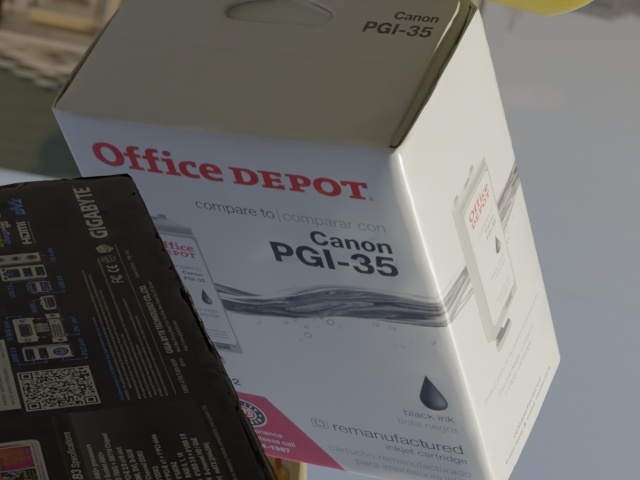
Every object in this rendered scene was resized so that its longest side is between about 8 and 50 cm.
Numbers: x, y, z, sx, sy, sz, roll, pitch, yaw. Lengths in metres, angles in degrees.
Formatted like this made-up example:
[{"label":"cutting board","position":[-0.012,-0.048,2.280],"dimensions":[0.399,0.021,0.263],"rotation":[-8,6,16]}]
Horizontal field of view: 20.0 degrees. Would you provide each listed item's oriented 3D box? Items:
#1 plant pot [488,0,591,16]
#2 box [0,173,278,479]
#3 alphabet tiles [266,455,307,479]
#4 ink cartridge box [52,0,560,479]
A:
[{"label":"plant pot","position":[0.111,-0.160,0.916],"dimensions":[0.081,0.083,0.081],"rotation":[13,-129,-14]},{"label":"box","position":[-0.183,0.074,0.663],"dimensions":[0.293,0.073,0.295],"rotation":[-7,-152,-15]},{"label":"alphabet tiles","position":[-0.090,0.070,1.332],"dimensions":[0.342,0.285,0.011],"rotation":[-10,159,40]},{"label":"ink cartridge box","position":[0.000,0.000,1.006],"dimensions":[0.207,0.283,0.117],"rotation":[8,-130,26]}]
